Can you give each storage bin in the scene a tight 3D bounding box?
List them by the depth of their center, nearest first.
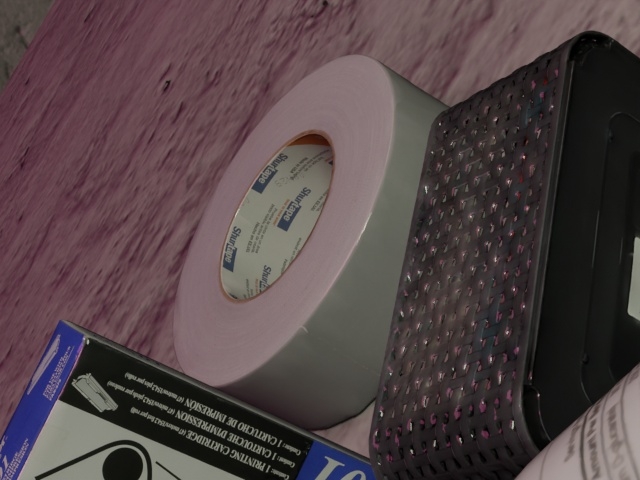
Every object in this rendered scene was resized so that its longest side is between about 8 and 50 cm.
[{"bbox_3d":[0.103,0.027,0.489,0.084,0.122,0.180,-27,42,49],"label":"storage bin"}]

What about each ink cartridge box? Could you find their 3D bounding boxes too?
[{"bbox_3d":[-0.041,0.121,0.557,0.097,0.207,0.046,-64,26,-6],"label":"ink cartridge box"}]

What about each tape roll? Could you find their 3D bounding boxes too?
[{"bbox_3d":[0.000,0.000,0.760,0.219,0.072,0.219,-41,33,35],"label":"tape roll"}]

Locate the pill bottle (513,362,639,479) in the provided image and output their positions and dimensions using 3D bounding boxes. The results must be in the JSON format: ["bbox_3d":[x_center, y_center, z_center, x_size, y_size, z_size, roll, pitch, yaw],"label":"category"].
[{"bbox_3d":[0.143,0.084,0.316,0.283,0.160,0.160,-48,29,26],"label":"pill bottle"}]
